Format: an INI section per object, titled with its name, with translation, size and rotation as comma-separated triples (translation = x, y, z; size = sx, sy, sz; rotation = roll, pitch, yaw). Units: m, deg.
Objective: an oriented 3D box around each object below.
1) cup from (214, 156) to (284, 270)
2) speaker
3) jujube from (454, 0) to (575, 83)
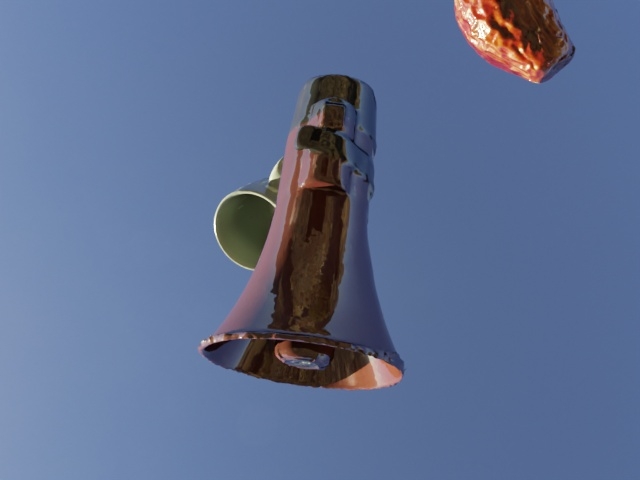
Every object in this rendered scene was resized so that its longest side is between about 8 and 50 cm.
[cup]
translation = -0.093, -0.088, 1.381
size = 0.187, 0.234, 0.257
rotation = 31, -59, 8
[speaker]
translation = 0.018, 0.008, 0.681
size = 0.198, 0.259, 0.329
rotation = -4, -124, 25
[jujube]
translation = 0.414, -0.471, 1.307
size = 0.197, 0.197, 0.290
rotation = -39, -102, 4
